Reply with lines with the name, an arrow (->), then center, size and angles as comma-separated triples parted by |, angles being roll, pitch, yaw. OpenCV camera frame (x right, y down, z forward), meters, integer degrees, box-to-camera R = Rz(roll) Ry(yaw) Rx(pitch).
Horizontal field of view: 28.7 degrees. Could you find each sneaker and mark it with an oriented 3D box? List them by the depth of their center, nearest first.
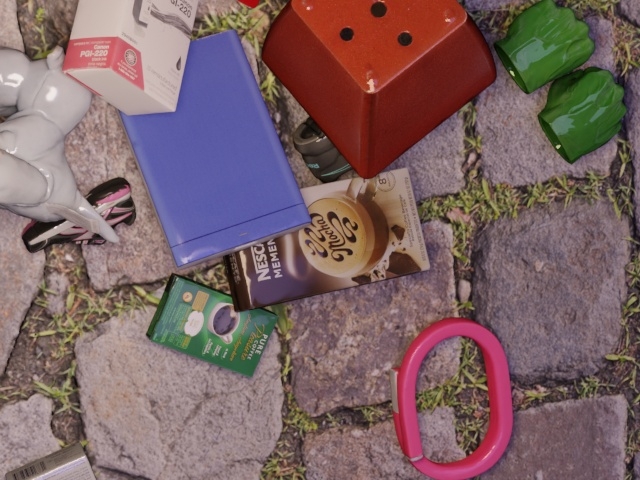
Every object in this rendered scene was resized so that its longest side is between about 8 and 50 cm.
sneaker -> -0.352, -0.019, 1.860 | 0.178, 0.072, 0.077 | -25, 119, -7
sneaker -> 0.085, -0.188, 1.979 | 0.267, 0.101, 0.106 | -30, 123, -5

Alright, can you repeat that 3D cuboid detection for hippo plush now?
hippo plush -> -0.410, -0.158, 1.715 | 0.294, 0.234, 0.236 | 14, 83, 7

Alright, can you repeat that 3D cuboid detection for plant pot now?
plant pot -> 0.085, -0.290, 1.808 | 0.267, 0.236, 0.267 | -39, 80, -5

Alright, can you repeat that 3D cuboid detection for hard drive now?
hard drive -> -0.168, -0.137, 1.840 | 0.210, 0.040, 0.318 | -19, 80, -15

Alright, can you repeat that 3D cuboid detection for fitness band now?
fitness band -> 0.227, 0.274, 2.132 | 0.209, 0.054, 0.290 | -12, 106, -17

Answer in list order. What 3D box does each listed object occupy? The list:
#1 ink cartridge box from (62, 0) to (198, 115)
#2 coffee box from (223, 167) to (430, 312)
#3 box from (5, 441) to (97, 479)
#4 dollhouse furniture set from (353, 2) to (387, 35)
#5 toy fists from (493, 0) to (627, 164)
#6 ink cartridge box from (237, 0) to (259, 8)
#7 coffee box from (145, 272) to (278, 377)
ink cartridge box -> -0.259, -0.306, 1.753 | 0.158, 0.092, 0.217 | 33, 61, -56
coffee box -> 0.000, 0.000, 1.941 | 0.297, 0.119, 0.168 | -13, 88, -17
box -> -0.400, 0.402, 1.923 | 0.126, 0.072, 0.137 | -23, 107, -15
dollhouse furniture set -> 0.122, -0.357, 1.984 | 0.152, 0.058, 0.076 | -5, 111, 1
toy fists -> 0.404, -0.268, 2.067 | 0.142, 0.096, 0.279 | -35, 112, 1
ink cartridge box -> -0.116, -0.500, 1.770 | 0.309, 0.130, 0.271 | 22, 93, -40
coffee box -> -0.170, 0.135, 1.968 | 0.184, 0.040, 0.113 | 22, 92, -22
